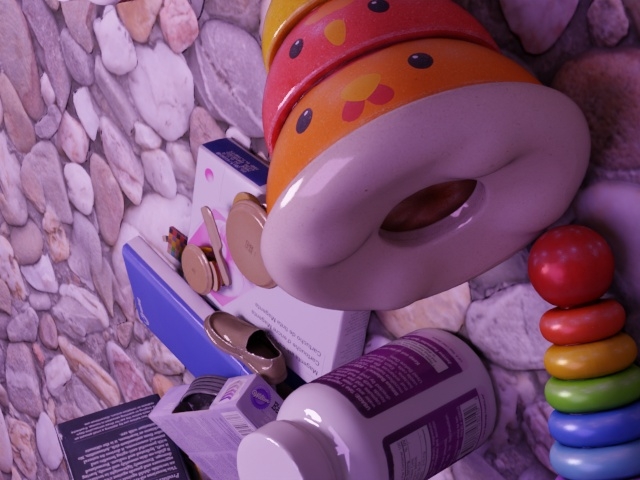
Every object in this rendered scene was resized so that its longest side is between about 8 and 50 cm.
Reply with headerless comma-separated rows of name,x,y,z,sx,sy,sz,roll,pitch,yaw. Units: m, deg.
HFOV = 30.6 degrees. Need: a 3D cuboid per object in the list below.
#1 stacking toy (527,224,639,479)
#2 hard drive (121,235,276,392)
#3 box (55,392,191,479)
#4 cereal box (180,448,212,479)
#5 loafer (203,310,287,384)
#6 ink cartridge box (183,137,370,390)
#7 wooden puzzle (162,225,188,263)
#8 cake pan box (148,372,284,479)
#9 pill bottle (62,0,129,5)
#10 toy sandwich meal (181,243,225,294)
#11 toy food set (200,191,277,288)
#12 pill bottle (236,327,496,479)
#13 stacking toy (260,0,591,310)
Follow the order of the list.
stacking toy,0.291,0.145,1.227,0.141,0.141,0.330,-7,94,51
hard drive,-0.181,0.156,1.782,0.319,0.040,0.210,42,154,28
box,-0.285,0.460,1.877,0.296,0.183,0.294,92,157,-51
cereal box,-0.173,0.443,1.907,0.173,0.047,0.240,-159,55,-69
loafer,-0.100,0.139,1.624,0.148,0.056,0.050,34,134,22
ink cartridge box,-0.069,0.070,1.646,0.324,0.071,0.330,35,129,34
wooden puzzle,-0.223,0.010,1.845,0.083,0.006,0.049,36,131,34
cake pan box,-0.097,0.305,1.698,0.267,0.070,0.246,47,144,-18
pill bottle,-0.254,-0.376,1.540,0.121,0.216,0.121,23,123,41
toy sandwich meal,-0.168,0.039,1.675,0.086,0.029,0.085,31,130,45
toy food set,-0.080,-0.001,1.538,0.192,0.039,0.132,-4,105,54
pill bottle,0.054,0.227,1.384,0.169,0.302,0.169,24,123,42
stacking toy,0.040,-0.194,1.265,0.350,0.351,0.479,-57,47,46
